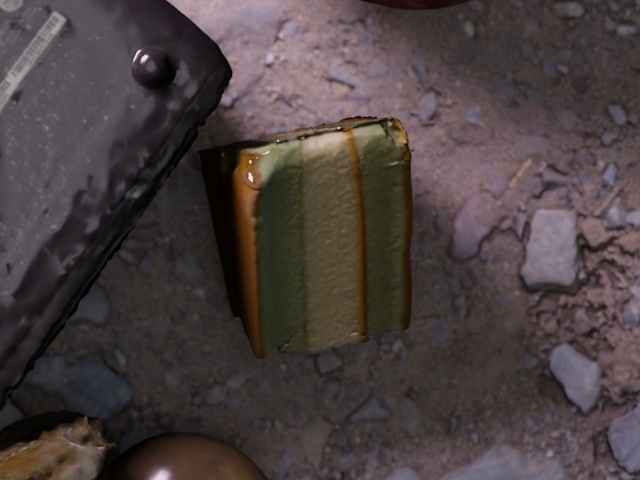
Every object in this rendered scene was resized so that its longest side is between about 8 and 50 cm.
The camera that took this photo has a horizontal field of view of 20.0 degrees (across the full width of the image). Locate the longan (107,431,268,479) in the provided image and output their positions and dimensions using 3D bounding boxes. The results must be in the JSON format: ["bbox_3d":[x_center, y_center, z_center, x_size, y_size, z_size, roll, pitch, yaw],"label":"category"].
[{"bbox_3d":[-0.128,0.270,1.610,0.185,0.159,0.204,36,98,-18],"label":"longan"}]

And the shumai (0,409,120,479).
[{"bbox_3d":[-0.277,0.310,1.505,0.309,0.304,0.263,-20,94,21],"label":"shumai"}]

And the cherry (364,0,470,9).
[{"bbox_3d":[0.058,-0.367,1.573,0.335,0.291,0.326,12,79,-32],"label":"cherry"}]

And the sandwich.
[{"bbox_3d":[0.000,0.000,1.590,0.155,0.227,0.198,-13,95,-12],"label":"sandwich"}]

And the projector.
[{"bbox_3d":[-0.338,-0.105,1.498,0.405,0.242,0.395,37,83,-14],"label":"projector"}]
